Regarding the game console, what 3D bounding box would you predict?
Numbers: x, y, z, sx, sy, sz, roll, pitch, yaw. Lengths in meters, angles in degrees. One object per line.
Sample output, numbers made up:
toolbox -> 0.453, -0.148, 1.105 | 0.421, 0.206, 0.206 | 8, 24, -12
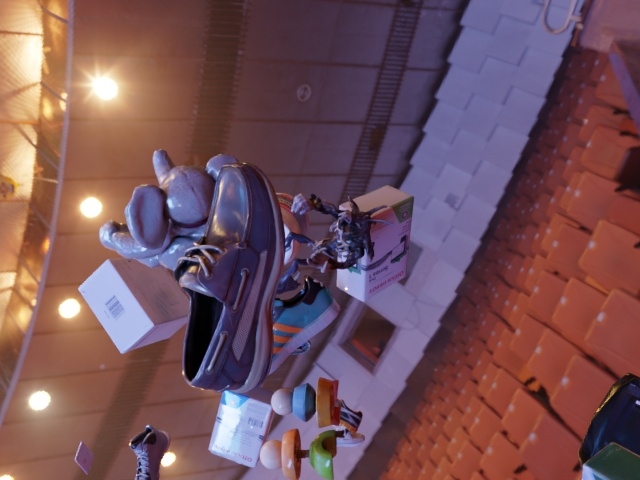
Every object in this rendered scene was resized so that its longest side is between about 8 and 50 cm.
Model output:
game console -> 0.634, 0.394, 0.999 | 0.044, 0.361, 0.213 | 20, -85, -44

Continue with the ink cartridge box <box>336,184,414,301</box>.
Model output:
ink cartridge box -> 0.123, 0.006, 1.345 | 0.160, 0.092, 0.219 | -26, -51, -37

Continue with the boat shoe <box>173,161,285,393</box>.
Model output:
boat shoe -> -0.140, 0.054, 0.881 | 0.130, 0.132, 0.355 | 4, -95, -44

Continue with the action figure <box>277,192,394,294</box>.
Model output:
action figure -> 0.000, 0.000, 1.157 | 0.275, 0.164, 0.141 | -30, -30, 19

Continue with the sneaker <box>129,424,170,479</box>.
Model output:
sneaker -> -0.528, 0.653, 1.738 | 0.132, 0.086, 0.229 | 60, -153, -44

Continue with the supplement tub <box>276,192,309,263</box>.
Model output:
supplement tub -> -0.142, -0.028, 1.773 | 0.272, 0.191, 0.191 | -68, 0, -73

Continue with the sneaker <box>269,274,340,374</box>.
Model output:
sneaker -> -0.105, 0.196, 1.309 | 0.302, 0.108, 0.121 | -39, -74, -12

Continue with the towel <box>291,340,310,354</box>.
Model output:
towel -> -0.198, 0.323, 1.722 | 0.271, 0.370, 0.040 | -9, -95, -18

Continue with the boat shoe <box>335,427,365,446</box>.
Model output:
boat shoe -> 0.058, 0.453, 1.370 | 0.100, 0.035, 0.035 | 3, -70, -17

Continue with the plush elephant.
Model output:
plush elephant -> -0.291, -0.066, 1.225 | 0.271, 0.330, 0.255 | -20, -48, -33

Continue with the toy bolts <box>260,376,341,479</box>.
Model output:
toy bolts -> -0.045, 0.372, 1.278 | 0.228, 0.158, 0.218 | -72, -21, -70

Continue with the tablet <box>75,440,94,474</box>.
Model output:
tablet -> -0.621, 0.573, 1.560 | 0.006, 0.054, 0.083 | -5, -48, 7

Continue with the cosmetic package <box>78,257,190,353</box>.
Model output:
cosmetic package -> -0.507, 0.170, 1.666 | 0.138, 0.224, 0.224 | -40, -10, 15

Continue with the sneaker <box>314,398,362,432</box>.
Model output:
sneaker -> 0.036, 0.528, 1.852 | 0.083, 0.215, 0.084 | -47, -25, -29

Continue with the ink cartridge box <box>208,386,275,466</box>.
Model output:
ink cartridge box -> -0.207, 0.491, 1.597 | 0.082, 0.139, 0.191 | -47, -26, -74

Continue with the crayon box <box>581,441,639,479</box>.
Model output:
crayon box -> 0.483, 0.427, 0.732 | 0.083, 0.323, 0.203 | -17, -67, -32
